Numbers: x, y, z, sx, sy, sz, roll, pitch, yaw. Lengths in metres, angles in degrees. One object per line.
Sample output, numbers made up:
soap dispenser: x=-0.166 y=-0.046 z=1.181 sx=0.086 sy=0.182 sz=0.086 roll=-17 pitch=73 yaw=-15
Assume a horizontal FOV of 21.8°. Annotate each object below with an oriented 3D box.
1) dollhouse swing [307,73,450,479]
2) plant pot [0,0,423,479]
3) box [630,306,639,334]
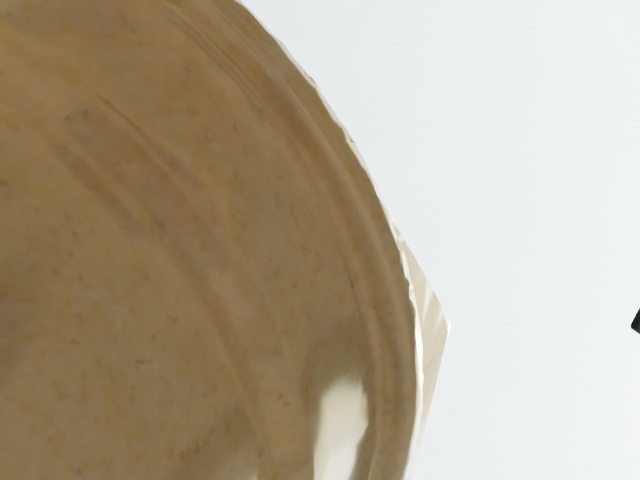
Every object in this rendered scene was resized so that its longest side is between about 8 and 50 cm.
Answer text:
dollhouse swing: x=-0.165 y=0.094 z=0.820 sx=0.305 sy=0.347 sz=0.315 roll=-64 pitch=-31 yaw=-22
plant pot: x=-0.172 y=0.094 z=0.450 sx=0.334 sy=0.334 sz=0.305 roll=53 pitch=-146 yaw=-15
box: x=0.291 y=0.049 z=0.700 sx=0.270 sy=0.216 sz=0.060 roll=-14 pitch=-48 yaw=-49
